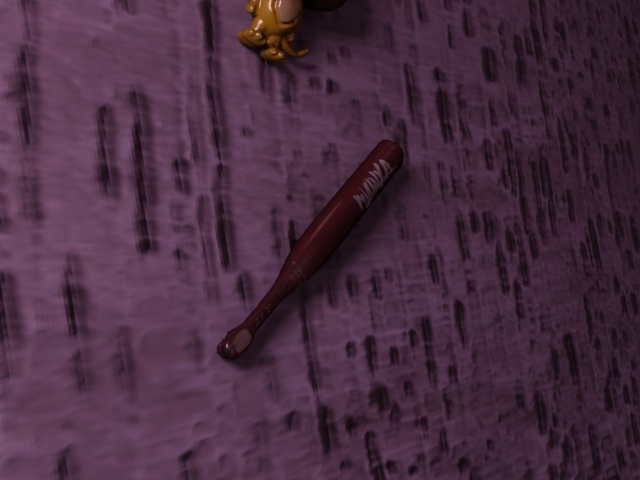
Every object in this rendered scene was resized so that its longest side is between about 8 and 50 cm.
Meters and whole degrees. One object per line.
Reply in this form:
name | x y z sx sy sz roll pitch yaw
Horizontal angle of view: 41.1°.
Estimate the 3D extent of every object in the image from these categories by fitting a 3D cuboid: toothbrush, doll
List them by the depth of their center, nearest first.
toothbrush | 0.001 0.000 0.901 0.041 0.040 0.364 57 46 -20
doll | -0.021 -0.281 0.917 0.145 0.096 0.188 2 88 -39
